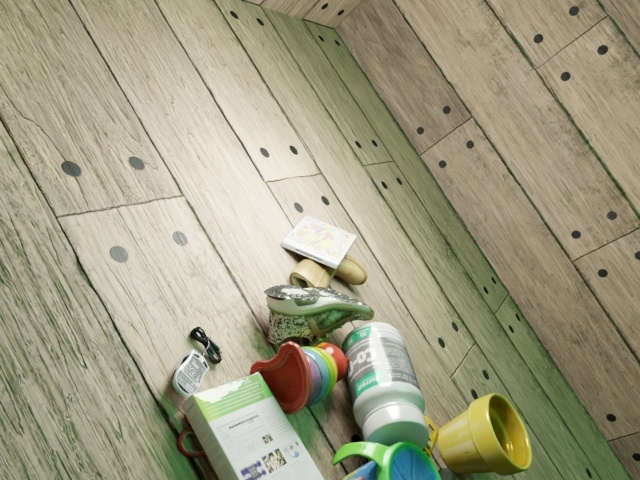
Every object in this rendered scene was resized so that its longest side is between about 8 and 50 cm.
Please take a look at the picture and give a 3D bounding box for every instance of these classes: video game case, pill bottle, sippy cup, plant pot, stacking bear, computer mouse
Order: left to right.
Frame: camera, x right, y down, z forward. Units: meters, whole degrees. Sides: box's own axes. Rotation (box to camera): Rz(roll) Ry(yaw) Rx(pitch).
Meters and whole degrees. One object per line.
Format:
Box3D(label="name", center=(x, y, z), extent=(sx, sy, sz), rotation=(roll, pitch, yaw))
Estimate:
Box3D(label="computer mouse", center=(-0.300, 0.294, 1.193), extent=(0.106, 0.042, 0.193), rotation=(52, 26, -12))
Box3D(label="stacking bear", center=(-0.024, 0.357, 1.391), extent=(0.289, 0.175, 0.164), rotation=(1, 57, -60))
Box3D(label="video game case", center=(0.000, 0.000, 1.772), extent=(0.206, 0.026, 0.227), rotation=(22, 31, 10))
Box3D(label="pill bottle", center=(0.182, 0.426, 1.467), extent=(0.204, 0.204, 0.361), rotation=(36, 21, -26))
Box3D(label="sippy cup", center=(0.160, 0.654, 1.275), extent=(0.240, 0.224, 0.306), rotation=(10, 52, -49))
Box3D(label="plant pot", center=(0.544, 0.682, 1.732), extent=(0.254, 0.239, 0.254), rotation=(33, 37, -29))

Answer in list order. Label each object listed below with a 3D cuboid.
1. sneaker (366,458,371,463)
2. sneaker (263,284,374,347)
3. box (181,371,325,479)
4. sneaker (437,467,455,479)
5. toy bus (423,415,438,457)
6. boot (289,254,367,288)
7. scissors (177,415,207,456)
Box3D(label="sneaker", center=(0.255, 0.707, 1.422), extent=(0.300, 0.121, 0.111), rotation=(50, 56, 0))
Box3D(label="sneaker", center=(-0.011, 0.241, 1.532), extent=(0.410, 0.182, 0.158), rotation=(10, 8, -39))
Box3D(label="box", center=(-0.144, 0.467, 1.145), extent=(0.232, 0.058, 0.322), rotation=(2, 48, -57))
Box3D(label="sneaker", center=(0.397, 0.810, 1.549), extent=(0.101, 0.106, 0.267), rotation=(46, 32, -10))
Box3D(label="toy bus", center=(0.297, 0.638, 1.579), extent=(0.191, 0.104, 0.202), rotation=(25, 42, -37))
Box3D(label="boot", center=(0.031, 0.129, 1.738), extent=(0.236, 0.089, 0.269), rotation=(38, 32, -1))
Box3D(label="scissors", center=(-0.200, 0.496, 1.147), extent=(0.297, 0.021, 0.109), rotation=(43, 32, -14))
